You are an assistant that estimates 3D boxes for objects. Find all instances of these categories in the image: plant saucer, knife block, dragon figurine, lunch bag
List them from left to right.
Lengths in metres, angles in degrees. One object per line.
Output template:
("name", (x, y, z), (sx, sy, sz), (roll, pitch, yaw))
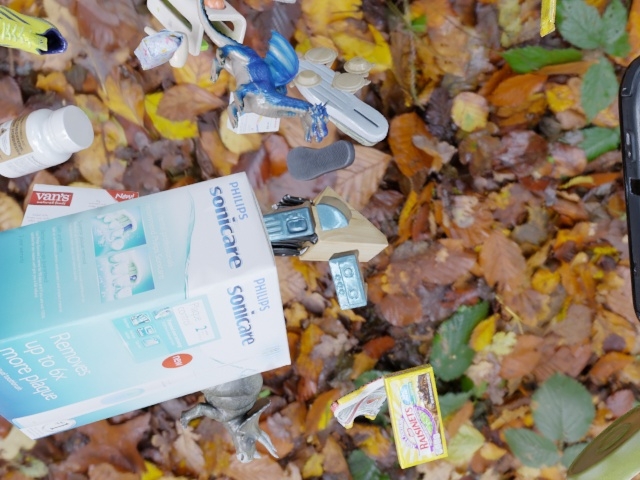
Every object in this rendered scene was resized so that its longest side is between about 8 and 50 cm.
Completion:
("lunch bag", (-0.316, -0.381, 1.265), (0.083, 0.071, 0.053), (-29, 99, -28))
("dragon figurine", (-0.089, -0.264, 0.992), (0.143, 0.085, 0.289), (-20, 77, -24))
("knife block", (0.000, 0.000, 1.458), (0.275, 0.242, 0.088), (41, 133, -9))
("plant saucer", (0.464, 0.317, 0.991), (0.241, 0.037, 0.241), (-37, 162, -15))

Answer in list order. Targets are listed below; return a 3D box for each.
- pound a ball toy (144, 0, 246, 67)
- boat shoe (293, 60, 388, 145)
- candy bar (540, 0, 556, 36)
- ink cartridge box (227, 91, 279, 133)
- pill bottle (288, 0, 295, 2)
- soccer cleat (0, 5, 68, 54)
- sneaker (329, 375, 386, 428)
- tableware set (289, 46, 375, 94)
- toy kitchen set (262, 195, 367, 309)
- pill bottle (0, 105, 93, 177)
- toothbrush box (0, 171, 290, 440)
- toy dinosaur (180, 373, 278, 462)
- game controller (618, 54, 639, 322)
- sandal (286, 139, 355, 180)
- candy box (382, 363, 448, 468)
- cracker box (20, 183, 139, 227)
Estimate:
("pound a ball toy", (-0.323, -0.551, 1.536), (0.208, 0.319, 0.136), (-13, 138, -37))
("boat shoe", (0.040, -0.351, 1.685), (0.302, 0.094, 0.109), (40, 66, -1))
("candy bar", (0.426, -0.462, 1.182), (0.018, 0.040, 0.162), (7, 89, -15))
("ink cartridge box", (-0.156, -0.310, 1.542), (0.122, 0.052, 0.089), (-14, 126, -39))
("pill bottle", (-0.095, -0.628, 1.141), (0.204, 0.204, 0.362), (4, 109, -22))
("soccer cleat", (-0.743, -0.512, 1.584), (0.121, 0.289, 0.094), (33, 109, 7))
("sneaker", (0.142, 0.438, 1.756), (0.225, 0.088, 0.093), (-26, 75, -10))
("tableware set", (0.026, -0.336, 1.269), (0.168, 0.141, 0.020), (15, 138, 17))
("toy kitchen set", (-0.048, 0.038, 0.959), (0.207, 0.122, 0.166), (-11, 103, 12))
("pill bottle", (-0.659, -0.237, 1.507), (0.229, 0.131, 0.131), (-13, 120, 20))
("toothbrush box", (-0.190, 0.073, 0.656), (0.295, 0.126, 0.216), (-15, 147, -10))
("toy dinosaur", (-0.158, 0.236, 1.061), (0.160, 0.121, 0.314), (-3, 128, -3))
("game controller", (0.407, -0.049, 0.670), (0.166, 0.067, 0.320), (-13, 107, -3))
("sandal", (0.002, -0.217, 1.768), (0.054, 0.254, 0.097), (-5, 94, -46))
("candy box", (0.199, 0.368, 1.342), (0.105, 0.027, 0.206), (-13, 100, -4))
("cracker box", (-0.355, 0.031, 0.925), (0.155, 0.233, 0.067), (4, 145, -7))
